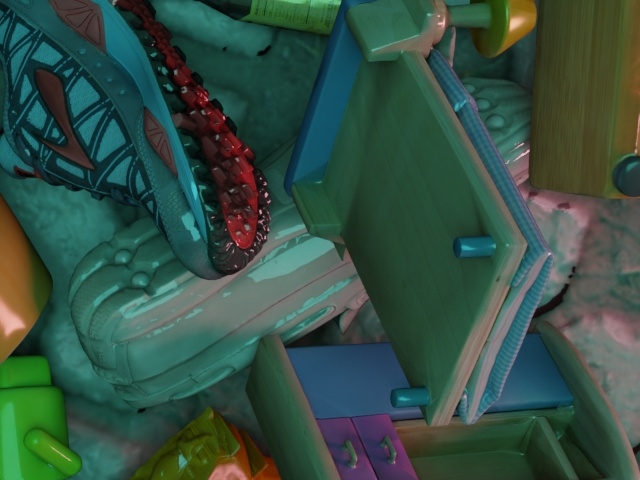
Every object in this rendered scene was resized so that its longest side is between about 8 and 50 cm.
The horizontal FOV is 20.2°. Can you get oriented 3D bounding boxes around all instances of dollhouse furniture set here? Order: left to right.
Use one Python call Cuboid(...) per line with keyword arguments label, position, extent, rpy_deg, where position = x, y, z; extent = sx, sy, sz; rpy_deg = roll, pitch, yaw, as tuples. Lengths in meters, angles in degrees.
Cuboid(label="dollhouse furniture set", position=(0.115, 0.052, 0.944), extent=(0.198, 0.286, 0.303), rpy_deg=(-3, 133, -23))

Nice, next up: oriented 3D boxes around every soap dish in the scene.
Cuboid(label="soap dish", position=(0.272, -0.129, 1.015), extent=(0.291, 0.118, 0.229), rpy_deg=(-1, 113, -5))

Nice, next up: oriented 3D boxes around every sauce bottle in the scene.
Cuboid(label="sauce bottle", position=(-0.039, -0.156, 1.120), extent=(0.128, 0.042, 0.042), rpy_deg=(11, 93, -1))

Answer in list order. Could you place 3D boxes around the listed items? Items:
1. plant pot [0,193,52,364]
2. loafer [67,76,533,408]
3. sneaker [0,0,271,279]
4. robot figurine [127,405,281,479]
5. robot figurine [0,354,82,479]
Cuboid(label="plant pot", position=(-0.266, 0.001, 1.053), extent=(0.205, 0.205, 0.188), rpy_deg=(-42, 110, 0))
Cuboid(label="loafer", position=(0.000, 0.000, 1.111), extent=(0.319, 0.112, 0.111), rpy_deg=(-25, 132, -5))
Cuboid(label="sneaker", position=(-0.126, -0.063, 1.068), extent=(0.125, 0.104, 0.262), rpy_deg=(-40, 59, 12))
Cuboid(label="robot figurine", position=(-0.124, 0.252, 1.078), extent=(0.291, 0.211, 0.085), rpy_deg=(-46, 130, 5))
Cuboid(label="robot figurine", position=(-0.190, 0.130, 1.113), extent=(0.101, 0.067, 0.115), rpy_deg=(-9, 83, 37))
